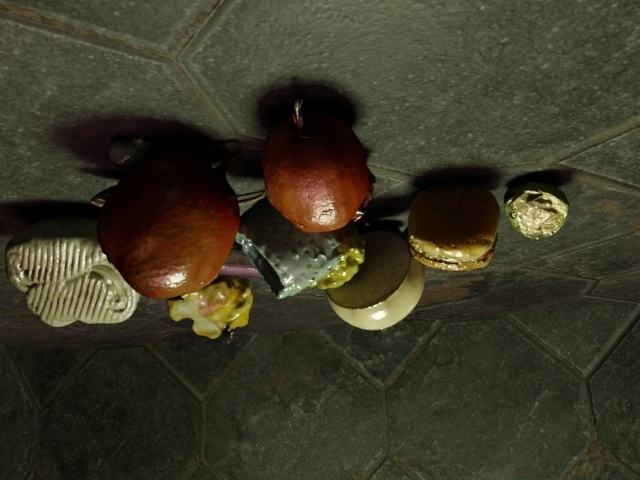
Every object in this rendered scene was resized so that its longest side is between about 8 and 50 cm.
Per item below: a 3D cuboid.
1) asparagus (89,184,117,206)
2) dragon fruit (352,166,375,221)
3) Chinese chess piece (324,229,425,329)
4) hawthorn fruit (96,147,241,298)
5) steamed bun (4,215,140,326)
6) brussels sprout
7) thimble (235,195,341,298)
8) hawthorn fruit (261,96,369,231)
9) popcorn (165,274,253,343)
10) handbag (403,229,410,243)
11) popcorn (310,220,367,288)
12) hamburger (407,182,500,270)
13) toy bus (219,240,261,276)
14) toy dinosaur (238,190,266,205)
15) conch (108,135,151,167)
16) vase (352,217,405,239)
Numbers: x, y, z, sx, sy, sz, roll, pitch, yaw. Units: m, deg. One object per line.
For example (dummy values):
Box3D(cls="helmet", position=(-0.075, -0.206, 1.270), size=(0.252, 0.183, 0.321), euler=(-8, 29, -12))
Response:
Box3D(cls="asparagus", position=(-0.387, -0.105, 1.540), size=(0.287, 0.080, 0.080), euler=(-8, 167, -28))
Box3D(cls="dragon fruit", position=(0.031, -0.105, 1.482), size=(0.166, 0.160, 0.172), euler=(-41, -176, -26))
Box3D(cls="Chinese chess piece", position=(0.142, 0.102, 1.757), size=(0.269, 0.270, 0.112), euler=(-12, 139, 28))
Box3D(cls="hawthorn fruit", position=(-0.288, -0.056, 1.394), size=(0.369, 0.284, 0.284), euler=(-50, 152, 5))
Box3D(cls="steamed bun", position=(-0.643, 0.057, 1.770), size=(0.324, 0.219, 0.310), euler=(-9, 124, 6))
Box3D(cls="brussels sprout", position=(0.541, -0.090, 1.666), size=(0.149, 0.122, 0.152), euler=(-17, 124, 19))
Box3D(cls="thimble", position=(-0.079, 0.008, 1.460), size=(0.172, 0.250, 0.205), euler=(-36, 141, -12))
Box3D(cls="hawthorn fruit", position=(-0.018, -0.153, 1.264), size=(0.211, 0.211, 0.299), euler=(-6, 145, 11))
Box3D(cls="popcorn", position=(-0.364, 0.178, 2.195), size=(0.297, 0.281, 0.316), euler=(-7, 128, 17))
Box3D(cls="handbag", position=(0.369, -0.009, 1.954), size=(0.222, 0.080, 0.247), euler=(0, 163, -8))
Box3D(cls="popcorn", position=(0.002, 0.001, 1.688), size=(0.249, 0.249, 0.225), euler=(-15, -167, 35))
Box3D(cls="hamburger", position=(0.327, -0.038, 1.633), size=(0.244, 0.245, 0.163), euler=(-6, 147, 10))
Box3D(cls="toy bus", position=(-0.219, 0.050, 2.018), size=(0.273, 0.112, 0.090), euler=(5, 153, -22))
Box3D(cls="toy dinosaur", position=(-0.280, -0.062, 1.682), size=(0.251, 0.072, 0.199), euler=(-9, 179, -24))
Box3D(cls="conch", position=(-0.386, -0.177, 1.351), size=(0.085, 0.057, 0.076), euler=(-7, 175, 15))
Box3D(cls="vase", position=(0.159, -0.006, 1.906), size=(0.182, 0.120, 0.120), euler=(30, 146, -33))
